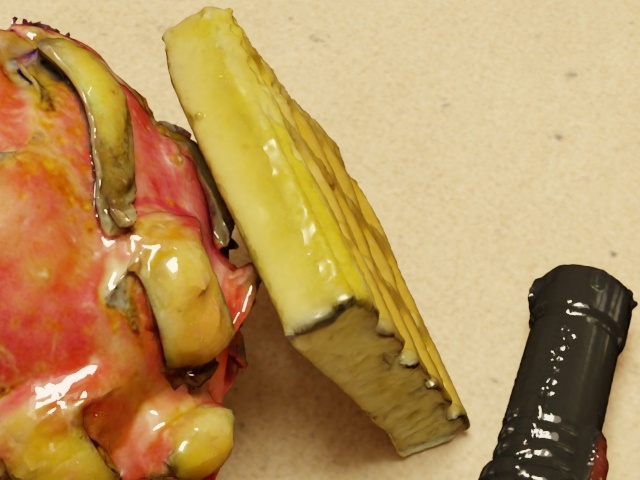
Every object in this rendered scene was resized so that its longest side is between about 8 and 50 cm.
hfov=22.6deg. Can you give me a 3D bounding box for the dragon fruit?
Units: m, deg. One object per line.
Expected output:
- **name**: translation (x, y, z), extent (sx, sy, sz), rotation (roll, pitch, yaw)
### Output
- **dragon fruit**: translation (-0.149, 0.049, 0.910), extent (0.314, 0.296, 0.263), rotation (-38, 69, -14)

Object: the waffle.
- **waffle**: translation (0.000, 0.000, 0.979), extent (0.055, 0.248, 0.221), rotation (-29, 60, 7)

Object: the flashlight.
- **flashlight**: translation (0.146, 0.120, 0.995), extent (0.093, 0.093, 0.232), rotation (18, 55, 9)
